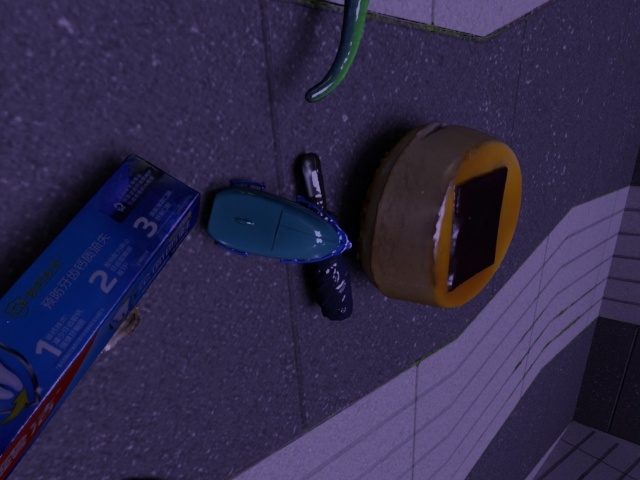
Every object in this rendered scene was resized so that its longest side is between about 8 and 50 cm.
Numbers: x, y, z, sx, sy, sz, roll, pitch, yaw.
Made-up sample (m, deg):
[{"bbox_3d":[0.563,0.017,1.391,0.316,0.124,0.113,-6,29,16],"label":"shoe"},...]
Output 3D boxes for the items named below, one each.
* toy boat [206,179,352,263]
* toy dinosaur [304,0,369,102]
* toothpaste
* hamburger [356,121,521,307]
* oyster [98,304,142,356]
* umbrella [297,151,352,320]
[{"bbox_3d":[-0.046,-0.018,0.587,0.174,0.110,0.091,15,96,-7],"label":"toy boat"},{"bbox_3d":[-0.004,-0.430,0.419,0.374,0.143,0.501,28,81,-44],"label":"toy dinosaur"},{"bbox_3d":[-0.216,0.071,0.387,0.321,0.076,0.066,-60,-177,-27],"label":"toothpaste"},{"bbox_3d":[0.179,-0.037,0.750,0.300,0.176,0.301,-23,124,-39],"label":"hamburger"},{"bbox_3d":[-0.219,0.083,0.472,0.083,0.038,0.081,-32,167,-12],"label":"oyster"},{"bbox_3d":[-0.001,0.004,0.668,0.070,0.070,0.249,-34,125,-32],"label":"umbrella"}]
